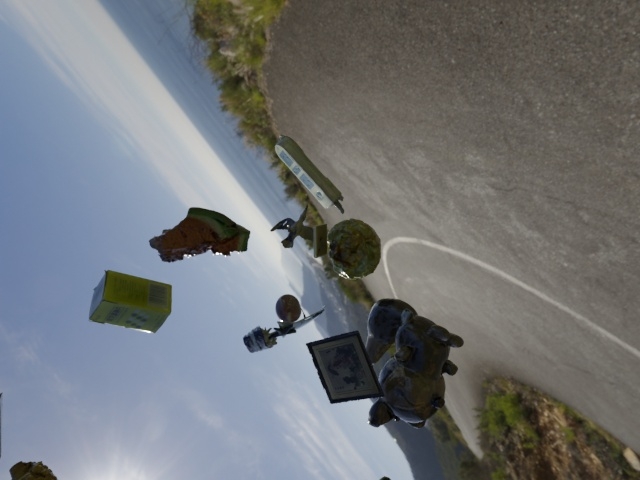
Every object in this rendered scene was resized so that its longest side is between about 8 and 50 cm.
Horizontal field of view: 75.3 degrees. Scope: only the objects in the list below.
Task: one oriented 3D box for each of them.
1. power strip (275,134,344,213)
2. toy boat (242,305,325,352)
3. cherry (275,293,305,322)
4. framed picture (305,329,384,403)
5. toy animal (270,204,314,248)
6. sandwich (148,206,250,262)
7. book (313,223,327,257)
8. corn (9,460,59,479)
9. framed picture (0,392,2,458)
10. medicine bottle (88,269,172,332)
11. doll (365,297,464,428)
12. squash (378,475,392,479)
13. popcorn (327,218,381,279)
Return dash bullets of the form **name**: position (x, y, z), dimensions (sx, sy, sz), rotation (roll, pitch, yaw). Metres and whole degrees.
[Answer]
- **power strip**: position (-0.019, -0.123, 0.791), dimensions (0.191, 0.030, 0.047), rotation (48, 157, -6)
- **toy boat**: position (-0.126, 0.285, 1.352), dimensions (0.071, 0.291, 0.210), rotation (64, -162, 18)
- **cherry**: position (-0.126, 0.330, 1.832), dimensions (0.188, 0.115, 0.148), rotation (64, 168, -24)
- **framed picture**: position (0.066, 0.368, 1.186), dimensions (0.010, 0.195, 0.200), rotation (-18, -95, -55)
- **toy animal**: position (-0.077, -0.047, 1.465), dimensions (0.218, 0.156, 0.095), rotation (26, -153, 14)
- **sandwich**: position (-0.411, -0.030, 1.364), dimensions (0.250, 0.300, 0.162), rotation (24, 123, 39)
- **book**: position (0.001, 0.000, 1.420), dimensions (0.077, 0.014, 0.111), rotation (-15, -73, -58)
- **corn**: position (-0.533, 0.552, 0.809), dimensions (0.262, 0.097, 0.097), rotation (57, 176, 4)
- **framed picture**: position (-0.852, 0.566, 1.060), dimensions (0.017, 0.275, 0.217), rotation (8, -152, -27)
- **medicine bottle**: position (-0.677, 0.221, 1.492), dimensions (0.250, 0.137, 0.141), rotation (23, -141, -36)
- **doll**: position (0.280, 0.407, 1.361), dimensions (0.252, 0.383, 0.378), rotation (19, -172, -13)
- **squash**: position (0.158, 0.743, 1.088), dimensions (0.077, 0.220, 0.068), rotation (17, 155, -21)
- **popcorn**: position (0.123, 0.030, 1.519), dimensions (0.221, 0.204, 0.184), rotation (63, -173, -7)
